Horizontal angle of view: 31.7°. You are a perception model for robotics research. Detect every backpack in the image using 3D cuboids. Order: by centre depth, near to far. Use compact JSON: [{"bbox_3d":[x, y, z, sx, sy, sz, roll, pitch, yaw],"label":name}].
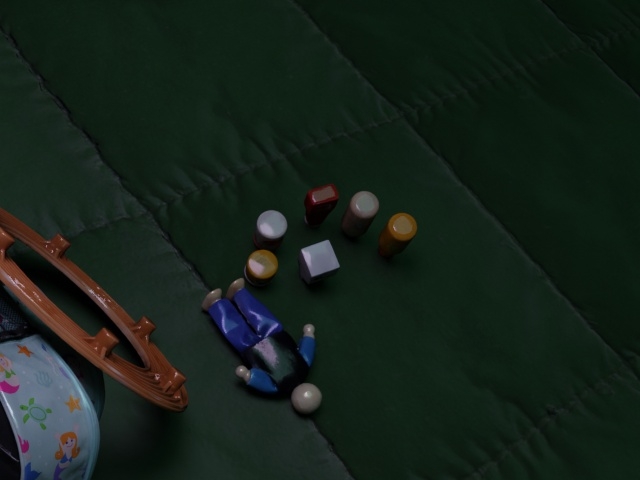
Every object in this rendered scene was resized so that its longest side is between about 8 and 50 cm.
[{"bbox_3d":[-0.322,0.170,1.086,0.191,0.225,0.253,-7,43,-49],"label":"backpack"}]

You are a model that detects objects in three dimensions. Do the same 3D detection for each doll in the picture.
[{"bbox_3d":[-0.059,0.130,1.367,0.129,0.046,0.189,-24,64,-36],"label":"doll"}]

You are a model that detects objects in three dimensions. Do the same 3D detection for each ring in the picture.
[{"bbox_3d":[-0.256,0.054,1.187,0.336,0.336,0.032,43,89,13],"label":"ring"}]

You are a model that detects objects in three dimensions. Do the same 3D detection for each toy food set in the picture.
[{"bbox_3d":[0.000,0.000,1.492,0.232,0.104,0.111,-20,75,-15],"label":"toy food set"}]
